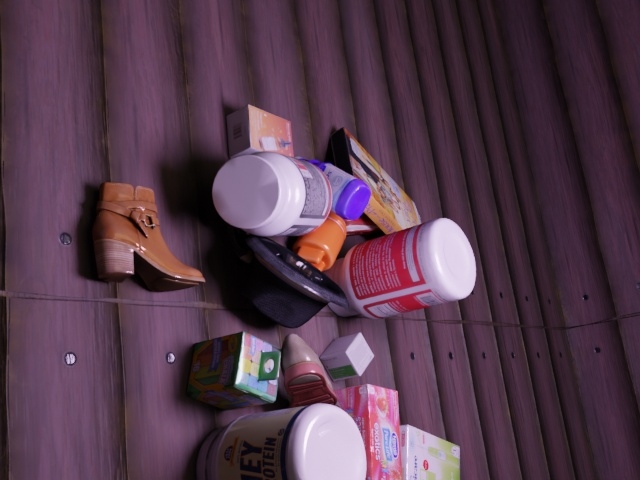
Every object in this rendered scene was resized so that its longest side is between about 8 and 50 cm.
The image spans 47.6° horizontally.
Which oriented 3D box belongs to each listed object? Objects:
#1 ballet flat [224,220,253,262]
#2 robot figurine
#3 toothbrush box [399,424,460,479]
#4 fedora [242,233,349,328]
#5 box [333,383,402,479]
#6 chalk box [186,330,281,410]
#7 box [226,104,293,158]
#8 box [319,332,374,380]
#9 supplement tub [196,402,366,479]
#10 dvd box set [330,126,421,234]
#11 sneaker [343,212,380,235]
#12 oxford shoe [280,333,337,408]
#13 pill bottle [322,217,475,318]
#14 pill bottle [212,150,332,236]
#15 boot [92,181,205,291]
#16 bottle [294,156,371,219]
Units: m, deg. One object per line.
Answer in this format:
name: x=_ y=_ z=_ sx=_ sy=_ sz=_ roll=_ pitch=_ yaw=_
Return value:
ballet flat: x=-0.211 y=-0.023 z=1.881 sx=0.057 sy=0.049 sz=0.173 roll=-21 pitch=92 yaw=-52
robot figurine: x=0.000 y=-0.001 z=2.071 sx=0.158 sy=0.128 sz=0.219 roll=48 pitch=42 yaw=-20
toothbrush box: x=0.290 y=0.685 z=2.147 sx=0.283 sy=0.122 sz=0.206 roll=32 pitch=51 yaw=-38
fedora: x=-0.088 y=0.124 z=1.839 sx=0.334 sy=0.334 sz=0.152 roll=31 pitch=97 yaw=-41
box: x=0.117 y=0.554 z=1.961 sx=0.142 sy=0.154 sz=0.299 roll=24 pitch=56 yaw=-45
chalk box: x=-0.180 y=0.295 z=1.646 sx=0.132 sy=0.213 sz=0.132 roll=33 pitch=50 yaw=-39
box: x=-0.166 y=-0.281 z=2.014 sx=0.170 sy=0.091 sz=0.130 roll=12 pitch=65 yaw=-48
box: x=0.075 y=0.328 z=2.044 sx=0.087 sy=0.101 sz=0.102 roll=61 pitch=38 yaw=-12
supplement tub: x=-0.089 y=0.490 z=1.582 sx=0.235 sy=0.325 sz=0.235 roll=25 pitch=56 yaw=-44
dvd box set: x=0.195 y=-0.143 z=2.351 sx=0.420 sy=0.062 sz=0.307 roll=43 pitch=24 yaw=-32
sneaker: x=0.131 y=-0.085 z=2.309 sx=0.221 sy=0.087 sz=0.128 roll=-5 pitch=80 yaw=-53
oxford shoe: x=-0.033 y=0.340 z=1.797 sx=0.348 sy=0.123 sz=0.130 roll=87 pitch=-12 yaw=-57
pill bottle: x=0.211 y=0.095 z=2.063 sx=0.229 sy=0.408 sz=0.229 roll=25 pitch=57 yaw=-45
pill bottle: x=-0.115 y=-0.114 z=1.825 sx=0.363 sy=0.210 sz=0.210 roll=-1 pitch=75 yaw=-73
boot: x=-0.382 y=-0.004 z=1.632 sx=0.283 sy=0.109 sz=0.220 roll=13 pitch=61 yaw=-41
bottle: x=0.015 y=-0.159 z=2.052 sx=0.092 sy=0.283 sz=0.118 roll=21 pitch=100 yaw=-49
